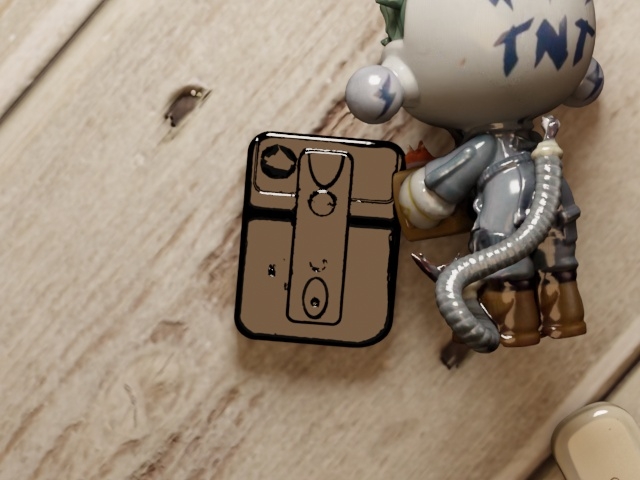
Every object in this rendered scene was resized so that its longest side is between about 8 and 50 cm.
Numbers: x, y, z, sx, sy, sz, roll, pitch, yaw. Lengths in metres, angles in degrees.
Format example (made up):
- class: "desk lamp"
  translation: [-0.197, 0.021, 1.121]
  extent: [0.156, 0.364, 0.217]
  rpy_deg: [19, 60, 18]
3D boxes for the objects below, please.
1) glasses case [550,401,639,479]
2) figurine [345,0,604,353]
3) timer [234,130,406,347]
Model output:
- class: "glasses case"
  translation: [0.278, 0.240, 1.693]
  extent: [0.083, 0.050, 0.196]
  rpy_deg: [-29, 94, 3]
- class: "figurine"
  translation: [0.147, -0.105, 1.601]
  extent: [0.186, 0.261, 0.381]
  rpy_deg: [-2, 94, 41]
- class: "timer"
  translation: [0.000, 0.000, 1.672]
  extent: [0.144, 0.055, 0.187]
  rpy_deg: [4, 94, -1]
